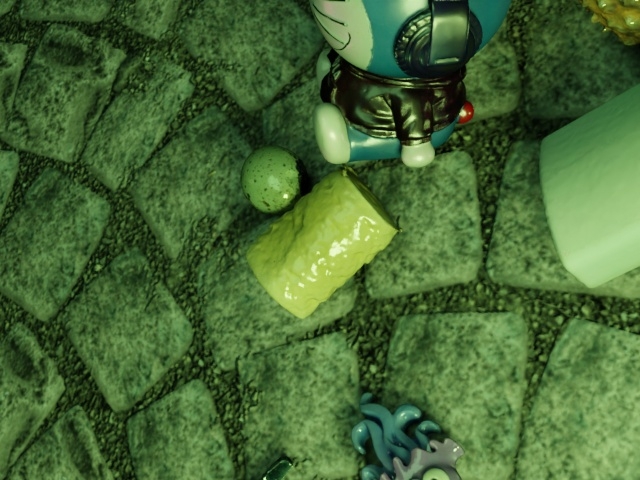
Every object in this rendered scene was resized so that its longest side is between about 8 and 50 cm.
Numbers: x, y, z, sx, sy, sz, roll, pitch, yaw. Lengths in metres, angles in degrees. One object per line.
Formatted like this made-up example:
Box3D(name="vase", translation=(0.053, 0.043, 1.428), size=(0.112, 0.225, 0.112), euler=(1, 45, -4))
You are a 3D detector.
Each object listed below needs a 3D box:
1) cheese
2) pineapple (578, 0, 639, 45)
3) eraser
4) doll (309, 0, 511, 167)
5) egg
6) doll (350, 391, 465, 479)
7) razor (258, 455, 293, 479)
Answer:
Box3D(name="cheese", translation=(0.000, 0.000, 1.303), size=(0.167, 0.094, 0.123), euler=(-41, 57, 10))
Box3D(name="pineapple", translation=(0.270, -0.359, 1.164), size=(0.340, 0.169, 0.169), euler=(38, 92, -6))
Box3D(name="eraser", translation=(0.364, -0.091, 1.077), size=(0.290, 0.104, 0.189), euler=(-30, 46, 33))
Box3D(name="doll", translation=(0.092, -0.257, 1.219), size=(0.240, 0.310, 0.284), euler=(-8, 37, -10))
Box3D(name="egg", translation=(-0.056, -0.074, 1.368), size=(0.085, 0.085, 0.110), euler=(-52, 31, 2))
Box3D(name="doll", translation=(0.092, 0.236, 1.171), size=(0.110, 0.067, 0.206), euler=(-42, 44, -1))
Box3D(name="razor", translation=(-0.098, 0.326, 1.269), size=(0.190, 0.033, 0.066), euler=(-47, 13, 2))
